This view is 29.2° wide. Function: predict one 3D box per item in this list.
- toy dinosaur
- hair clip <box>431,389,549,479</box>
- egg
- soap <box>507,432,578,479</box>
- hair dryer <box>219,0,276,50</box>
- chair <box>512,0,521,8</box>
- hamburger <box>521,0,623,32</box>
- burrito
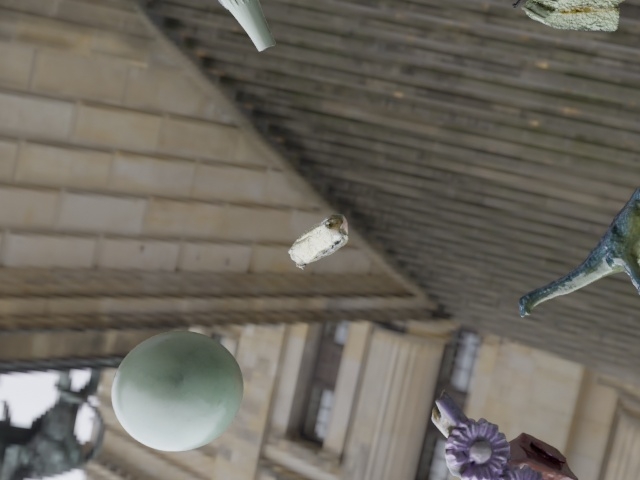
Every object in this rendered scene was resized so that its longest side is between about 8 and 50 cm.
[{"bbox_3d":[0.391,-0.018,1.453,0.076,0.363,0.147,39,-177,-43],"label":"toy dinosaur"},{"bbox_3d":[0.271,0.359,1.898,0.292,0.106,0.084,47,160,9],"label":"hair clip"},{"bbox_3d":[-0.244,0.255,2.079,0.203,0.203,0.283,7,170,-35],"label":"egg"},{"bbox_3d":[0.335,0.493,2.091,0.220,0.325,0.127,17,-171,-18],"label":"soap"},{"bbox_3d":[-0.110,-0.379,1.996,0.067,0.167,0.199,-25,176,12],"label":"hair dryer"},{"bbox_3d":[0.413,-0.534,2.195,0.213,0.149,0.174,-21,-160,7],"label":"chair"},{"bbox_3d":[0.282,-0.274,1.406,0.121,0.054,0.084,-9,-150,-23],"label":"hamburger"},{"bbox_3d":[0.000,0.000,1.605,0.041,0.045,0.185,-36,-178,-22],"label":"burrito"}]
